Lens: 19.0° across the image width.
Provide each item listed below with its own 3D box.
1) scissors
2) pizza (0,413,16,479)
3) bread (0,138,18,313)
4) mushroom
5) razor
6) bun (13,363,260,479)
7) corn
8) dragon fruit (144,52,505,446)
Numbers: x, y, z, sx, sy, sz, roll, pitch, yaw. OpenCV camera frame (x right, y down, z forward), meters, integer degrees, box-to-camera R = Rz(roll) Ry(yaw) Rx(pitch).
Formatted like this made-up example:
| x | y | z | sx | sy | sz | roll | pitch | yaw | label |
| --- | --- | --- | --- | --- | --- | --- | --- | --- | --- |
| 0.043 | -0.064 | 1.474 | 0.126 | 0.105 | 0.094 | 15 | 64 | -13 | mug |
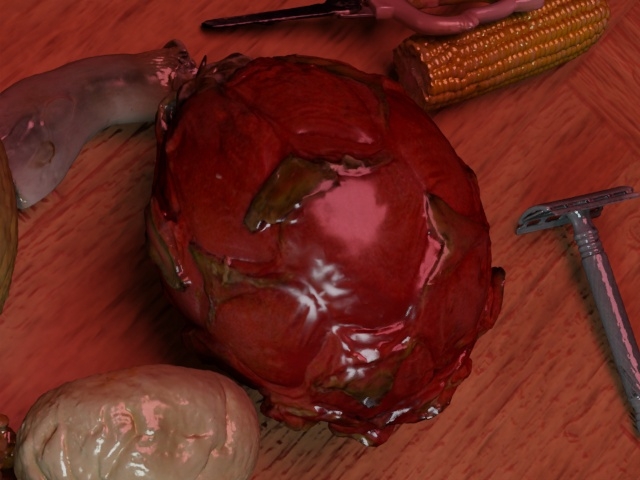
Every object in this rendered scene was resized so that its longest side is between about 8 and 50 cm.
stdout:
| x | y | z | sx | sy | sz | roll | pitch | yaw | label |
| --- | --- | --- | --- | --- | --- | --- | --- | --- | --- |
| 0.043 | -0.216 | 1.763 | 0.318 | 0.024 | 0.160 | -9 | 31 | -17 | scissors |
| -0.291 | 0.216 | 1.407 | 0.188 | 0.062 | 0.199 | -14 | 76 | -29 | pizza |
| -0.369 | -0.010 | 1.369 | 0.321 | 0.237 | 0.320 | 6 | 54 | -9 | bread |
| -0.197 | -0.107 | 1.591 | 0.223 | 0.081 | 0.092 | -31 | 67 | -36 | mushroom |
| 0.268 | 0.069 | 1.775 | 0.106 | 0.068 | 0.232 | -12 | 81 | -30 | razor |
| -0.135 | 0.163 | 1.447 | 0.188 | 0.164 | 0.111 | 11 | 60 | -42 | bun |
| 0.172 | -0.187 | 1.817 | 0.248 | 0.081 | 0.081 | -22 | 80 | -33 | corn |
| 0.000 | 0.000 | 1.529 | 0.277 | 0.277 | 0.342 | -34 | 100 | -34 | dragon fruit |
